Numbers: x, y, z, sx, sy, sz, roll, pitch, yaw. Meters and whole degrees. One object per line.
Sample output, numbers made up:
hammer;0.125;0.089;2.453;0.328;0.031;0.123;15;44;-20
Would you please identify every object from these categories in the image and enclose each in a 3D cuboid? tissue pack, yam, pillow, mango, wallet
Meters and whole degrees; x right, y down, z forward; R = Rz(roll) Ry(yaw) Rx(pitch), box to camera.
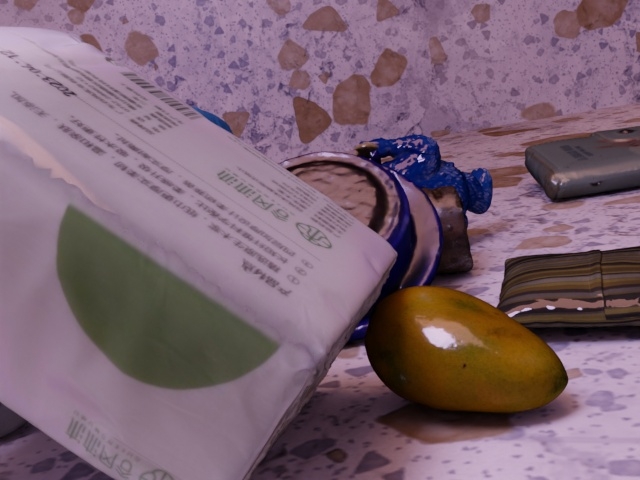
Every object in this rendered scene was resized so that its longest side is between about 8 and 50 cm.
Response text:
tissue pack;-0.148;0.006;0.628;0.356;0.193;0.266;34;20;6
yam;0.044;-0.001;1.068;0.280;0.131;0.131;-7;12;6
pillow;0.279;0.042;0.834;0.208;0.052;0.212;-2;14;17
mango;0.106;0.088;0.667;0.111;0.089;0.163;-15;21;-29
wallet;0.543;-0.144;1.472;0.361;0.083;0.252;-9;17;2

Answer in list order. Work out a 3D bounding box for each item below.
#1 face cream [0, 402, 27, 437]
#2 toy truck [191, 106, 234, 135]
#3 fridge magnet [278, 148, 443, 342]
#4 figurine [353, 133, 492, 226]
face cream;-0.350;0.077;0.798;0.201;0.201;0.187;-16;13;-30
toy truck;-0.273;-0.023;1.112;0.385;0.161;0.162;-27;-9;16
fridge magnet;0.000;0.000;0.929;0.266;0.112;0.265;-6;49;7
figurine;0.119;-0.060;1.163;0.262;0.164;0.120;0;35;-27
